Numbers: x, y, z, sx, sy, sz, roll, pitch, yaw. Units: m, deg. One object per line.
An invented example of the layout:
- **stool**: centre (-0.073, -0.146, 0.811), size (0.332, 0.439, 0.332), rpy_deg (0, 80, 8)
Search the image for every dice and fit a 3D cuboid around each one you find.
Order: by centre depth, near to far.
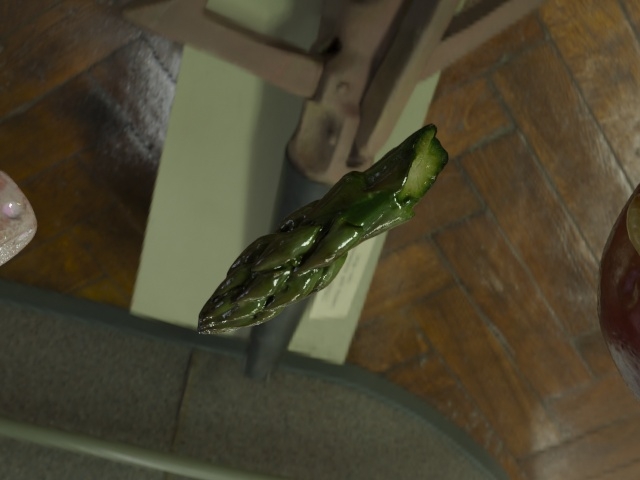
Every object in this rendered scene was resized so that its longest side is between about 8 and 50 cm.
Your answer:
- **dice**: centre (-0.376, -0.021, 1.256), size (0.093, 0.091, 0.094), rpy_deg (50, 148, 5)

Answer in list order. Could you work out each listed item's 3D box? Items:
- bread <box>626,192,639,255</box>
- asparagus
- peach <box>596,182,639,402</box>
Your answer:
- **bread**: centre (0.413, -0.043, 0.948), size (0.311, 0.173, 0.121), rpy_deg (-26, 166, -6)
- **asparagus**: centre (0.000, 0.000, 1.027), size (0.287, 0.080, 0.080), rpy_deg (-35, 115, 8)
- **peach**: centre (0.496, 0.026, 1.282), size (0.335, 0.310, 0.406), rpy_deg (-6, 148, -29)
